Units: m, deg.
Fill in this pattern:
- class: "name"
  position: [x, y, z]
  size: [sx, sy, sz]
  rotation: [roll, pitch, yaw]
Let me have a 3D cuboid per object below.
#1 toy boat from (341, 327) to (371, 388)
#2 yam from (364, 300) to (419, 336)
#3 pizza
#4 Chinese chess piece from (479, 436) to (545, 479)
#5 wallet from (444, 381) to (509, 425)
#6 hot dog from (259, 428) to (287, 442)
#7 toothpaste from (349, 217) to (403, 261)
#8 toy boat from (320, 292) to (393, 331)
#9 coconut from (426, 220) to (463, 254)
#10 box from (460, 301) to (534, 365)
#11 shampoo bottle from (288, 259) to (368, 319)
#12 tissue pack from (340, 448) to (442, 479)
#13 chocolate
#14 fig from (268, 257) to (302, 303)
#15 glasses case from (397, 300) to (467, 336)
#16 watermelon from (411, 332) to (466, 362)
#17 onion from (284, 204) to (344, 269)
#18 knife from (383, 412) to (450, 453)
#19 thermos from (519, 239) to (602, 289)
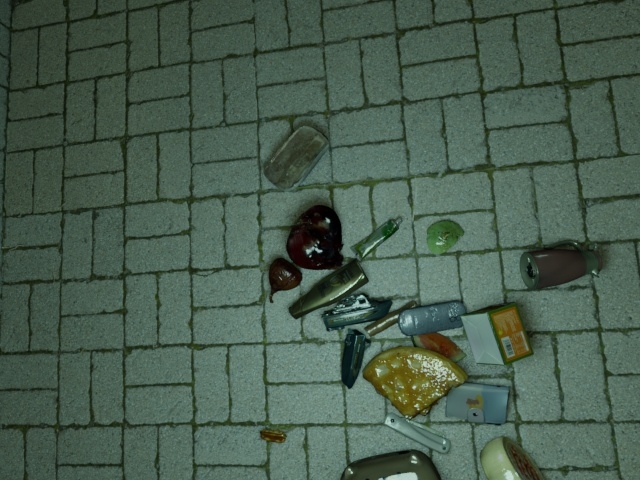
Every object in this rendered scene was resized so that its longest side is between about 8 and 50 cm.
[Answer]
- class: "toy boat"
  position: [0.135, 0.480, 1.731]
  size: [0.103, 0.093, 0.247]
  rotation: [10, 90, -22]
- class: "yam"
  position: [0.291, 0.320, 1.744]
  size: [0.241, 0.057, 0.057]
  rotation: [-31, 79, 4]
- class: "pizza"
  position: [0.358, 0.543, 1.648]
  size: [0.408, 0.114, 0.278]
  rotation: [-11, 86, 26]
- class: "Chinese chess piece"
  position: [0.685, 0.833, 1.502]
  size: [0.112, 0.270, 0.270]
  rotation: [-45, 78, 18]
- class: "wallet"
  position: [0.599, 0.620, 1.646]
  size: [0.230, 0.069, 0.170]
  rotation: [3, 101, 14]
- class: "hot dog"
  position: [-0.196, 0.807, 1.775]
  size: [0.121, 0.037, 0.049]
  rotation: [5, 95, 16]
- class: "toothpaste"
  position: [0.241, -0.013, 1.798]
  size: [0.247, 0.047, 0.078]
  rotation: [-39, 74, 6]
- class: "toy boat"
  position: [0.148, 0.282, 1.739]
  size: [0.295, 0.114, 0.122]
  rotation: [-15, 89, 8]
- class: "coconut"
  position: [0.498, -0.018, 1.748]
  size: [0.133, 0.055, 0.158]
  rotation: [37, 89, 10]
- class: "box"
  position: [0.656, 0.348, 1.597]
  size: [0.148, 0.177, 0.195]
  rotation: [-14, 80, -17]
- class: "shampoo bottle"
  position: [0.027, 0.214, 1.774]
  size: [0.349, 0.084, 0.126]
  rotation: [-31, 41, 6]
- class: "tissue pack"
  position: [0.256, 0.923, 1.563]
  size: [0.386, 0.267, 0.277]
  rotation: [-14, 78, 9]
- class: "chocolate"
  position: [-0.097, -0.348, 1.868]
  size: [0.185, 0.100, 0.303]
  rotation: [40, 88, 22]
- class: "fig"
  position: [-0.179, 0.174, 1.808]
  size: [0.201, 0.133, 0.146]
  rotation: [-48, 69, 10]
- class: "glasses case"
  position: [0.443, 0.307, 1.693]
  size: [0.281, 0.067, 0.109]
  rotation: [-8, 85, -7]
- class: "watermelon"
  position: [0.455, 0.423, 1.704]
  size: [0.244, 0.063, 0.119]
  rotation: [31, 76, 12]
- class: "onion"
  position: [-0.016, -0.012, 1.759]
  size: [0.280, 0.221, 0.282]
  rotation: [2, 84, -20]
- class: "knife"
  position: [0.380, 0.752, 1.682]
  size: [0.265, 0.041, 0.073]
  rotation: [21, 76, 12]
- class: "thermos"
  position: [0.916, 0.085, 1.631]
  size: [0.264, 0.146, 0.177]
  rotation: [-10, 56, 0]
